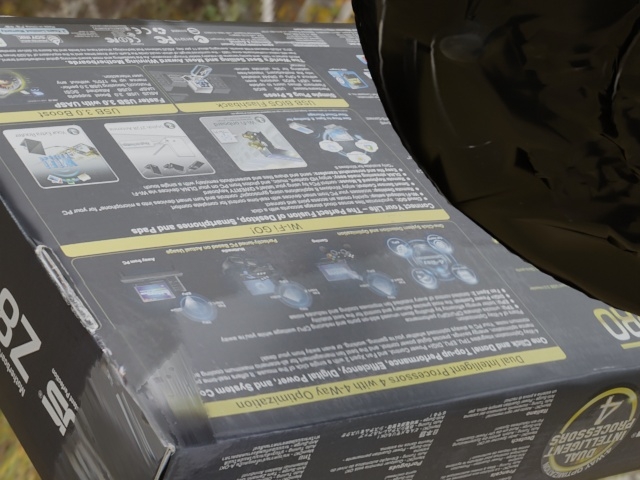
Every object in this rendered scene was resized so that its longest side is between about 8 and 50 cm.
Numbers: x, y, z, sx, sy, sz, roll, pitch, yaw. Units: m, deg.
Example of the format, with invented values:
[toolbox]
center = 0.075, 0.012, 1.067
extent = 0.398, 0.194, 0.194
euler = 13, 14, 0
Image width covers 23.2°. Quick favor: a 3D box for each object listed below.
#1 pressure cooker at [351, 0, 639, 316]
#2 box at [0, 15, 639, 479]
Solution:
[pressure cooker]
center = 0.212, -0.206, 0.567
extent = 0.369, 0.375, 0.420
euler = 0, 59, 23
[box]
center = 0.000, 0.000, 0.817
extent = 0.395, 0.097, 0.318
euler = -5, 40, -39
